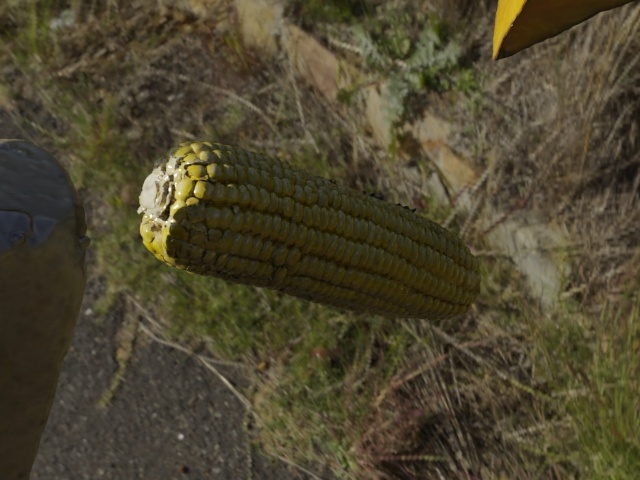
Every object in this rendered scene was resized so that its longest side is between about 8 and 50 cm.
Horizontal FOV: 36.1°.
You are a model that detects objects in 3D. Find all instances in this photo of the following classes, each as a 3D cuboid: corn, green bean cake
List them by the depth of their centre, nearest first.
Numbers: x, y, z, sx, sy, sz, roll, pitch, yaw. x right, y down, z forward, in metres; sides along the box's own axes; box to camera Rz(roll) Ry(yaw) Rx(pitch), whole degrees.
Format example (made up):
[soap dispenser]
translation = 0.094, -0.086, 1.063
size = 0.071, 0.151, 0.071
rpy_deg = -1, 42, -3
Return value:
[green bean cake]
translation = -0.173, 0.046, 0.416
size = 0.085, 0.109, 0.179
rpy_deg = 52, 127, 42
[corn]
translation = 0.000, 0.000, 0.519
size = 0.072, 0.203, 0.072
rpy_deg = -30, 52, 49

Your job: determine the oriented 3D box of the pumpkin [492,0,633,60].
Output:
[pumpkin]
translation = 0.247, -0.247, 0.706
size = 0.163, 0.278, 0.111
rpy_deg = 16, 38, -11
